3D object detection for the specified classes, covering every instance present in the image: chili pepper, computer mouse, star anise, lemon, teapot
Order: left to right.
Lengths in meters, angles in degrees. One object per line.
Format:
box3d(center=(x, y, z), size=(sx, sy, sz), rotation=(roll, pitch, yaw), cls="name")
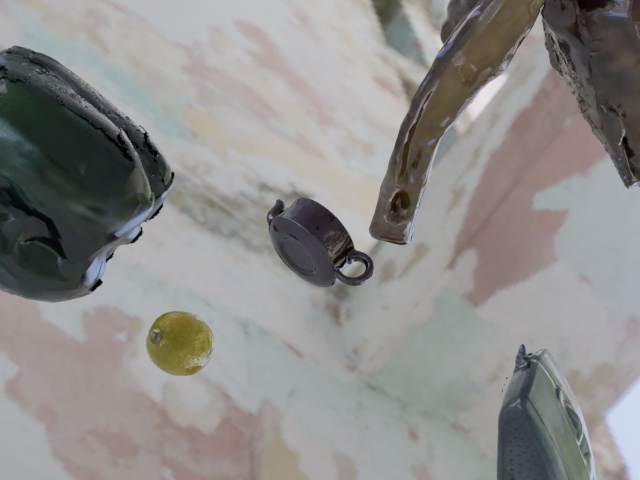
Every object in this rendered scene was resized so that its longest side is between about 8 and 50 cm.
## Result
box3d(center=(-0.309, -0.073, 1.480), size=(0.257, 0.248, 0.233), rotation=(33, -142, -5), cls="chili pepper")
box3d(center=(-0.134, 0.097, 1.242), size=(0.062, 0.062, 0.083), rotation=(51, -167, 31), cls="lemon")
box3d(center=(0.000, 0.000, 0.977), size=(0.100, 0.068, 0.045), rotation=(32, -118, 23), cls="teapot")
box3d(center=(0.287, 0.306, 1.661), size=(0.122, 0.370, 0.188), rotation=(1, -163, 18), cls="computer mouse")
box3d(center=(0.117, -0.178, 0.595), size=(0.292, 0.350, 0.109), rotation=(57, -176, 3), cls="star anise")
